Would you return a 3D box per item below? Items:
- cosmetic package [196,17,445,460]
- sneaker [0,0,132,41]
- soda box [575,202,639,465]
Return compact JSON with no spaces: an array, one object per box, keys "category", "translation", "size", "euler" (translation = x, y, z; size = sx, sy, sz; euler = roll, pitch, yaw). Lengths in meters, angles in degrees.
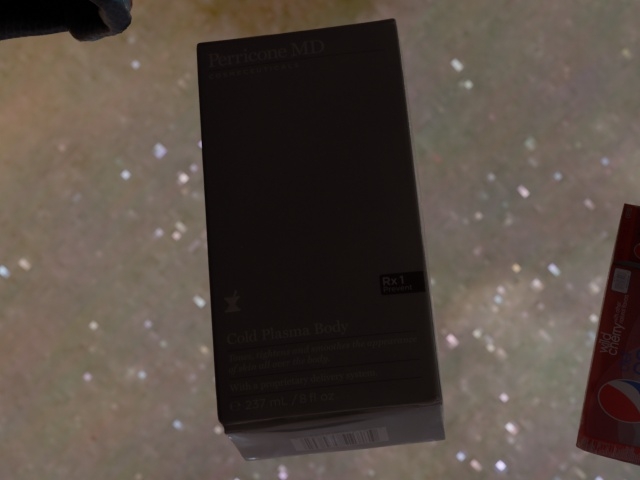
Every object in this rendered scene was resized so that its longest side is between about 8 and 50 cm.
[{"category":"cosmetic package","translation":[0.000,0.000,0.924],"size":[0.127,0.107,0.238],"euler":[-8,-109,4]},{"category":"sneaker","translation":[-0.094,-0.138,0.658],"size":[0.261,0.125,0.104],"euler":[-32,158,-6]},{"category":"soda box","translation":[0.305,0.094,1.518],"size":[0.083,0.263,0.092],"euler":[11,-137,10]}]
